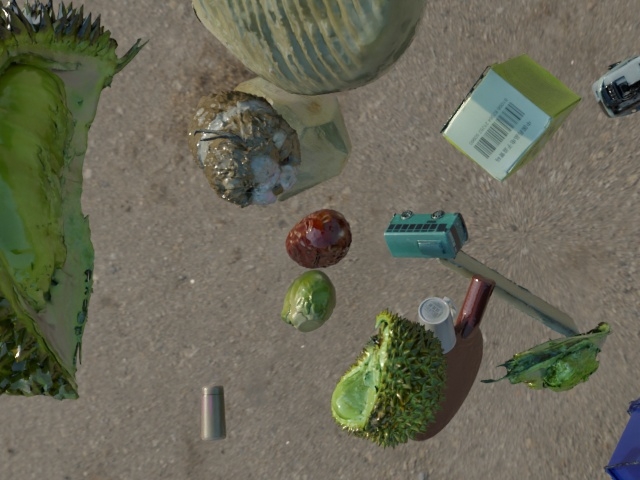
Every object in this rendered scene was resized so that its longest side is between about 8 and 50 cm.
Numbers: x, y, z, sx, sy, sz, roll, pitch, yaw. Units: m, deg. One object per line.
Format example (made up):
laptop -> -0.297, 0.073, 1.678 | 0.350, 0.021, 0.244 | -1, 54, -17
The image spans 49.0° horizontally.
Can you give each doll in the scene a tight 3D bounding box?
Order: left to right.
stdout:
doll -> -0.089, -0.110, 0.769 | 0.105, 0.221, 0.115 | -44, 113, 5

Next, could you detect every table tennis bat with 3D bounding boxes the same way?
table tennis bat -> 0.299, 0.274, 1.590 | 0.051, 0.268, 0.414 | 29, 108, 38

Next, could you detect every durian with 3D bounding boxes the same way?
durian -> -0.237, -0.052, 0.504 | 0.158, 0.169, 0.351 | -27, 50, 27
durian -> 0.133, 0.249, 1.254 | 0.200, 0.177, 0.236 | 35, 107, 56
durian -> 0.488, 0.252, 1.441 | 0.132, 0.375, 0.106 | -19, 87, 58

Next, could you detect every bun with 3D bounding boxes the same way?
bun -> -0.004, -0.352, 0.893 | 0.326, 0.234, 0.362 | 55, 147, -12

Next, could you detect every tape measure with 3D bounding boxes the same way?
tape measure -> 0.624, -0.312, 1.366 | 0.181, 0.182, 0.107 | -25, 90, 52

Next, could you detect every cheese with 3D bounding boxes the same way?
cheese -> 0.440, 0.120, 1.642 | 0.400, 0.085, 0.034 | 29, 120, -8

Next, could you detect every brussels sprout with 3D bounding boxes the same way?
brussels sprout -> -0.022, 0.144, 1.688 | 0.118, 0.155, 0.155 | 18, 97, -29

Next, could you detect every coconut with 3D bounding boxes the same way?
coconut -> -0.061, -0.166, 1.190 | 0.237, 0.237, 0.197 | 29, 122, 14

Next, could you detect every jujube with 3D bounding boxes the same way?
jujube -> 0.000, 0.000, 1.351 | 0.112, 0.176, 0.109 | -28, 87, -22

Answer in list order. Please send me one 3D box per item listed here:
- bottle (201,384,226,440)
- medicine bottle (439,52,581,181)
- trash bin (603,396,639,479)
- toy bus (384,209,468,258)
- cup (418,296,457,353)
bottle -> -0.194, 0.312, 1.272 | 0.045, 0.045, 0.096 | -7, 77, 16
medicine bottle -> 0.328, -0.212, 1.192 | 0.141, 0.250, 0.137 | 43, 124, 10
trash bin -> 0.732, 0.456, 1.531 | 0.162, 0.234, 0.184 | 50, 147, 3
toy bus -> 0.226, -0.009, 1.505 | 0.160, 0.091, 0.079 | 0, 130, 34
cup -> 0.237, 0.158, 1.390 | 0.074, 0.116, 0.104 | 30, 63, 32
